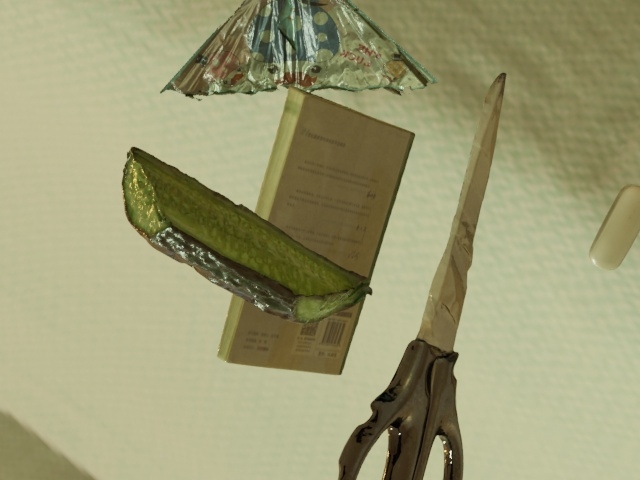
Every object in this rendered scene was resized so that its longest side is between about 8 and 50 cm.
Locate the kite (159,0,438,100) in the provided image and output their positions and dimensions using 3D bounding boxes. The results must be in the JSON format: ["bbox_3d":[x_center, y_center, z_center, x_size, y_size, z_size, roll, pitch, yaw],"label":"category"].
[{"bbox_3d":[-0.034,-0.251,2.052,0.406,0.014,0.368,-1,125,4],"label":"kite"}]

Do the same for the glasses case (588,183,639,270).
[{"bbox_3d":[0.274,-0.012,1.303,0.032,0.021,0.083,24,102,-8],"label":"glasses case"}]

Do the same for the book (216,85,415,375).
[{"bbox_3d":[0.000,0.000,1.483,0.025,0.282,0.215,18,-179,37],"label":"book"}]

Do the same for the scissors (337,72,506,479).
[{"bbox_3d":[0.067,0.047,0.810,0.022,0.300,0.109,8,171,40],"label":"scissors"}]

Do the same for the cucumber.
[{"bbox_3d":[-0.053,0.015,1.029,0.220,0.070,0.046,29,116,-23],"label":"cucumber"}]
